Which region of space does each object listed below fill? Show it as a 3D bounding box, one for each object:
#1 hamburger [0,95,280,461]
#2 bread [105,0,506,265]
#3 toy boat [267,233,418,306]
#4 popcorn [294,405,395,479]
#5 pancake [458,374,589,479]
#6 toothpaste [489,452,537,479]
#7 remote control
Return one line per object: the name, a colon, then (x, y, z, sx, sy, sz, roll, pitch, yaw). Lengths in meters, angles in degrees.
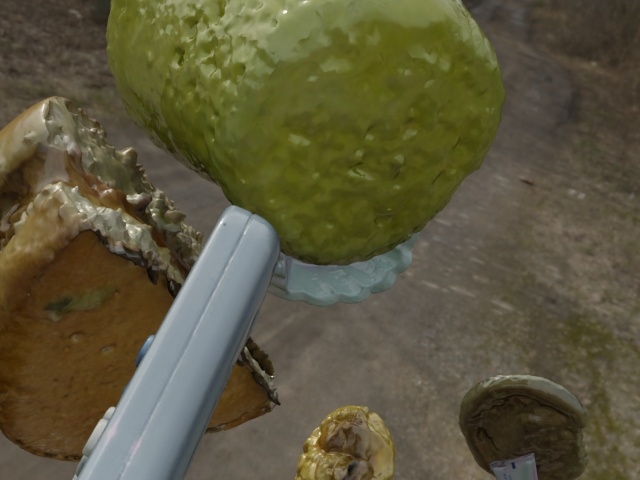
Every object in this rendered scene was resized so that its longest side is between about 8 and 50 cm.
hamburger: (-0.248, 0.070, 0.877, 0.268, 0.286, 0.445, 60, -1, 33)
bread: (-0.016, -0.163, 0.842, 0.348, 0.348, 0.308, 4, 34, -32)
toy boat: (0.000, 0.000, 1.293, 0.290, 0.200, 0.100, -10, 21, -15)
popcorn: (0.036, 0.346, 1.231, 0.140, 0.163, 0.194, 37, 23, -17)
pancake: (0.328, 0.315, 1.365, 0.222, 0.236, 0.042, 17, 38, 8)
toothpaste: (0.209, 0.288, 0.839, 0.045, 0.170, 0.028, -15, 16, 12)
remote control: (-0.071, 0.077, 0.387, 0.047, 0.087, 0.244, 24, 45, -2)
